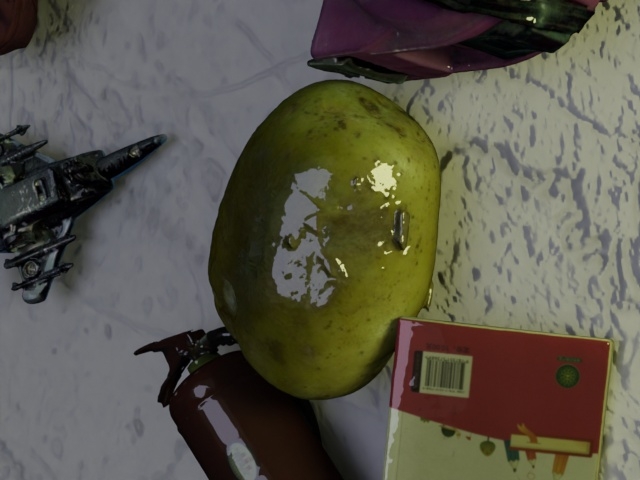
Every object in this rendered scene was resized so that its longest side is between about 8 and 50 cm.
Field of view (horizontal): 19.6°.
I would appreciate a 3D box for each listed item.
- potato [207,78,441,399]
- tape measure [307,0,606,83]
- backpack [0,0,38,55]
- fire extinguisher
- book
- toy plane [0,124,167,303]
[{"bbox_3d":[0.002,0.000,1.437,0.197,0.148,0.228,41,114,18],"label":"potato"},{"bbox_3d":[0.104,-0.238,1.350,0.245,0.149,0.232,1,82,44],"label":"tape measure"},{"bbox_3d":[-0.366,-0.293,1.649,0.317,0.197,0.283,34,128,34],"label":"backpack"},{"bbox_3d":[-0.039,0.207,1.503,0.141,0.105,0.341,-43,72,30],"label":"fire extinguisher"},{"bbox_3d":[0.127,0.178,1.387,0.162,0.022,0.232,6,98,6],"label":"book"},{"bbox_3d":[-0.237,-0.042,1.649,0.246,0.078,0.169,-25,77,34],"label":"toy plane"}]
